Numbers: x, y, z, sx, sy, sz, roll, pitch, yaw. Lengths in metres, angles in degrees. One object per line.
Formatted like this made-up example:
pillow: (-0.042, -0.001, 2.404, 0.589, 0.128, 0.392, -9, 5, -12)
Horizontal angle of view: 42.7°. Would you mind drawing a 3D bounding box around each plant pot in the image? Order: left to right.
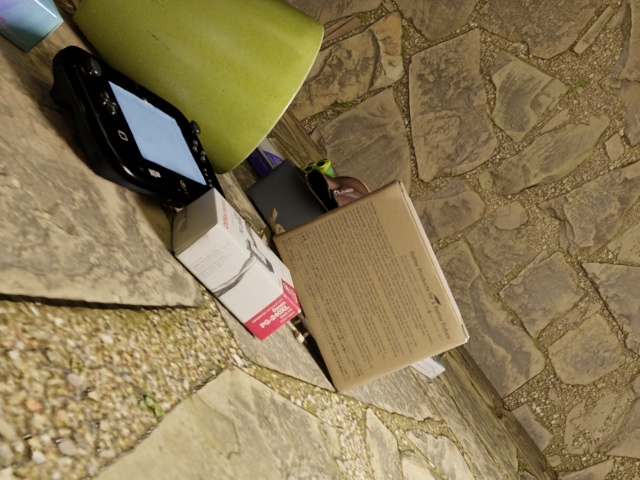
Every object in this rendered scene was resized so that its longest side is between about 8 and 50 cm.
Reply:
plant pot: (-0.193, -0.289, 1.184, 0.293, 0.275, 0.275, 34, 15, -21)

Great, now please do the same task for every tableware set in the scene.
tableware set: (-0.062, 0.036, 1.187, 0.128, 0.039, 0.194, 62, 9, -14)

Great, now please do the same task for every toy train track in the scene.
toy train track: (-0.031, 0.113, 1.127, 0.048, 0.014, 0.083, 49, 8, -25)

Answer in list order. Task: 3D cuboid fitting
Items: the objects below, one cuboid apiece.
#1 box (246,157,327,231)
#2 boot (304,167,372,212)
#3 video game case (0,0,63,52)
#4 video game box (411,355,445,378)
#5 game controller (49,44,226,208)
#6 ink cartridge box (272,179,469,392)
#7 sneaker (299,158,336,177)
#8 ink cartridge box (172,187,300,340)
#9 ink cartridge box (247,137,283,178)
box: (0.000, 0.000, 1.472, 0.261, 0.103, 0.184, 56, 6, 18)
boot: (0.079, -0.012, 1.430, 0.207, 0.090, 0.248, 11, 43, -60)
video game case: (-0.405, -0.352, 0.833, 0.244, 0.061, 0.269, 59, 10, 29)
video game box: (0.191, 0.207, 1.863, 0.205, 0.048, 0.187, 58, 11, 29)
game controller: (-0.200, -0.116, 0.967, 0.166, 0.067, 0.319, 55, 9, 14)
ink cartridge box: (0.070, 0.063, 1.123, 0.088, 0.193, 0.234, 5, 63, -80)
sneaker: (0.002, -0.123, 2.098, 0.295, 0.109, 0.123, -112, -175, -64)
ink cartridge box: (-0.098, 0.026, 0.945, 0.150, 0.063, 0.109, 49, 9, -26)
ink cartridge box: (-0.122, -0.174, 1.725, 0.206, 0.045, 0.208, 55, 7, 10)
